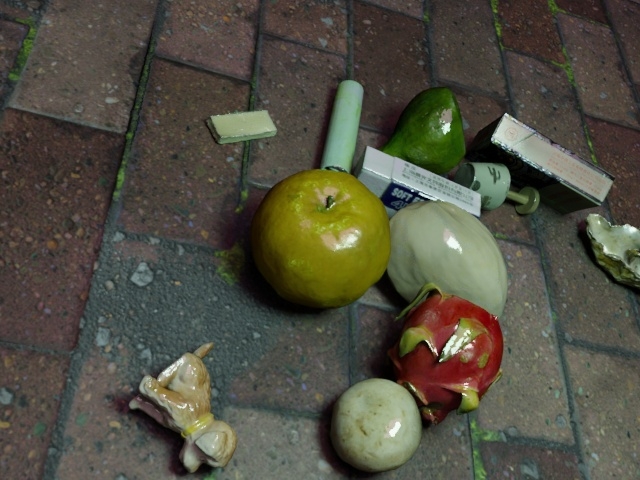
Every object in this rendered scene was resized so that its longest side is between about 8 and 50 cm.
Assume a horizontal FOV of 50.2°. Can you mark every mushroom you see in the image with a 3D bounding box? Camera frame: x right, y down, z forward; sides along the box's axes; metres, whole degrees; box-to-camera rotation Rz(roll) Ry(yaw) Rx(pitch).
[{"bbox_3d":[0.096,0.327,1.205,0.166,0.127,0.166,-2,50,2],"label":"mushroom"}]

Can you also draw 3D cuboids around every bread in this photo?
[{"bbox_3d":[-0.175,-0.257,1.542,0.153,0.028,0.068,-15,65,-31],"label":"bread"}]

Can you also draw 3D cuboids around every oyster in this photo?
[{"bbox_3d":[0.799,0.064,1.692,0.341,0.110,0.166,25,46,-3],"label":"oyster"}]

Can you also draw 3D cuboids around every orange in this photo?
[{"bbox_3d":[0.000,0.000,1.318,0.279,0.235,0.279,3,52,-4],"label":"orange"}]

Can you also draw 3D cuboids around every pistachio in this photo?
[{"bbox_3d":[0.267,0.057,1.414,0.332,0.208,0.226,44,81,-15],"label":"pistachio"}]

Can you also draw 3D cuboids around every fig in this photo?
[{"bbox_3d":[0.222,-0.242,1.625,0.235,0.203,0.203,-17,61,6],"label":"fig"}]

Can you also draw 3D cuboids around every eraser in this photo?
[{"bbox_3d":[0.206,-0.096,1.532,0.287,0.130,0.086,22,50,-7],"label":"eraser"}]

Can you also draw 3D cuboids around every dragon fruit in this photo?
[{"bbox_3d":[0.231,0.216,1.286,0.224,0.224,0.227,40,66,6],"label":"dragon fruit"}]

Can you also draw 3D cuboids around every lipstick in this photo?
[{"bbox_3d":[0.051,-0.254,1.607,0.076,0.076,0.304,18,53,-11],"label":"lipstick"}]

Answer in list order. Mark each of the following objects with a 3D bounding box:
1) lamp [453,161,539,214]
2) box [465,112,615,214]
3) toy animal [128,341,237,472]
[{"bbox_3d":[0.429,-0.124,1.654,0.214,0.121,0.121,15,53,-25],"label":"lamp"},{"bbox_3d":[0.532,-0.181,1.681,0.310,0.198,0.084,30,84,-3],"label":"box"},{"bbox_3d":[-0.187,0.274,1.136,0.185,0.104,0.184,42,45,13],"label":"toy animal"}]
